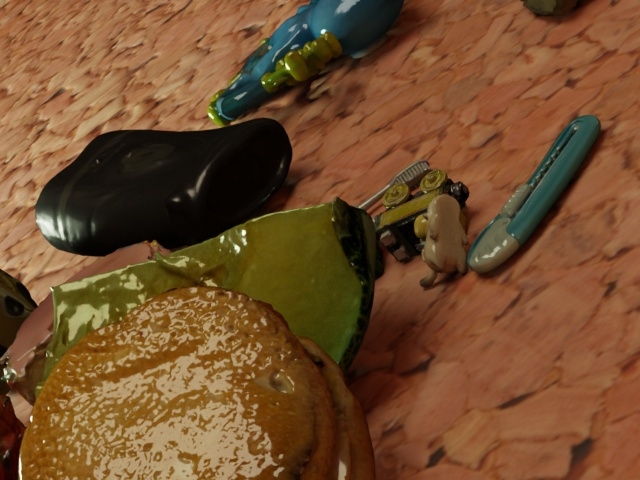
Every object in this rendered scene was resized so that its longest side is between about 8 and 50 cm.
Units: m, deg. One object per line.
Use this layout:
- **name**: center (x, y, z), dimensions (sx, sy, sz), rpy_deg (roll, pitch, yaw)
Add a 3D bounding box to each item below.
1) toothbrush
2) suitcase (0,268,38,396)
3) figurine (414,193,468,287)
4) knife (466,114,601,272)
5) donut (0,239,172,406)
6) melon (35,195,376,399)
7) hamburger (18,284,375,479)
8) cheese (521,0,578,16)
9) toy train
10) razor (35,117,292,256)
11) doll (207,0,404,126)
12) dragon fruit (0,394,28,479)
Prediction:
- **toothbrush**: center (0.000, 0.000, 2.005), dimensions (0.286, 0.020, 0.025), rpy_deg (-35, 30, 4)
- **suitcase**: center (-0.450, 0.084, 2.217), dimensions (0.143, 0.235, 0.194), rpy_deg (-56, 23, 3)
- **figurine**: center (0.110, 0.000, 1.799), dimensions (0.050, 0.047, 0.083), rpy_deg (-23, 58, 44)
- **knife**: center (0.207, -0.049, 1.798), dimensions (0.064, 0.031, 0.222), rpy_deg (-10, 34, 52)
- **donut**: center (-0.240, 0.092, 2.083), dimensions (0.232, 0.085, 0.199), rpy_deg (-25, 27, 25)
- **melon**: center (-0.097, 0.091, 1.747), dimensions (0.343, 0.226, 0.331), rpy_deg (-13, 28, 18)
- **hamburger**: center (-0.098, 0.200, 1.537), dimensions (0.289, 0.170, 0.314), rpy_deg (-25, 51, 12)
- **cheese**: center (0.304, -0.353, 2.154), dimensions (0.202, 0.091, 0.175), rpy_deg (-37, 25, -1)
- **toy train**: center (0.060, -0.005, 1.887), dimensions (0.202, 0.060, 0.081), rpy_deg (-24, 34, 27)
- **razor**: center (-0.190, -0.062, 2.252), dimensions (0.349, 0.113, 0.204), rpy_deg (-1, 35, 48)
- **doll**: center (0.003, -0.259, 2.418), dimensions (0.341, 0.099, 0.346), rpy_deg (-31, 16, 44)
- **dragon fruit**: center (-0.407, 0.233, 1.872), dimensions (0.241, 0.252, 0.241), rpy_deg (-59, -4, -7)
